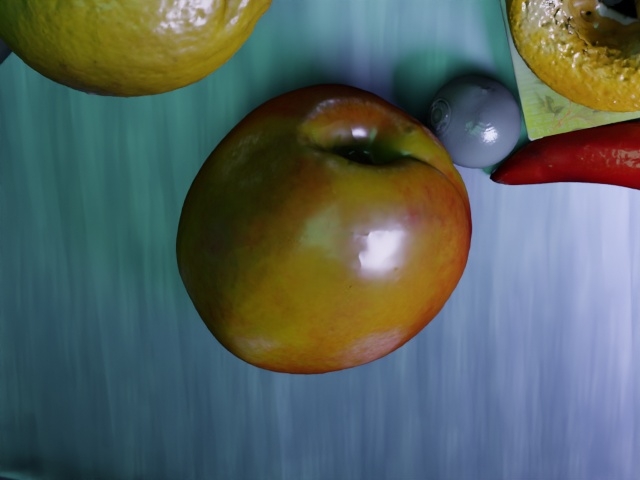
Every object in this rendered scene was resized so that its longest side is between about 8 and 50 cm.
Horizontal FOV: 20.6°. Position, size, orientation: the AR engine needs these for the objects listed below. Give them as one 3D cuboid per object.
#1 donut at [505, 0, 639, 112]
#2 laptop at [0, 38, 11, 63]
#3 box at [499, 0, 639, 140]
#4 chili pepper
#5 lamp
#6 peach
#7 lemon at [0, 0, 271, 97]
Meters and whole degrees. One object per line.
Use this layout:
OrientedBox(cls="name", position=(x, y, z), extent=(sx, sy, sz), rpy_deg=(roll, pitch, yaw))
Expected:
OrientedBox(cls="donut", position=(0.302, -0.246, 1.782), extent=(0.253, 0.118, 0.253), rpy_deg=(10, 126, 14))
OrientedBox(cls="laptop", position=(-0.432, -0.259, 1.974), extent=(0.187, 0.015, 0.269), rpy_deg=(42, 108, -9))
OrientedBox(cls="box", position=(0.281, -0.251, 1.876), extent=(0.175, 0.062, 0.261), rpy_deg=(-11, 107, 11))
OrientedBox(cls="chili pepper", position=(0.381, -0.064, 1.930), extent=(0.368, 0.092, 0.137), rpy_deg=(21, 129, 6))
OrientedBox(cls="lamp", position=(0.166, -0.129, 1.909), extent=(0.105, 0.105, 0.105), rpy_deg=(2, 110, 5))
OrientedBox(cls="peach", position=(0.000, 0.000, 1.885), extent=(0.307, 0.308, 0.332), rpy_deg=(23, 126, -2))
OrientedBox(cls="lemon", position=(-0.201, -0.286, 1.800), extent=(0.297, 0.297, 0.297), rpy_deg=(2, 110, 5))
